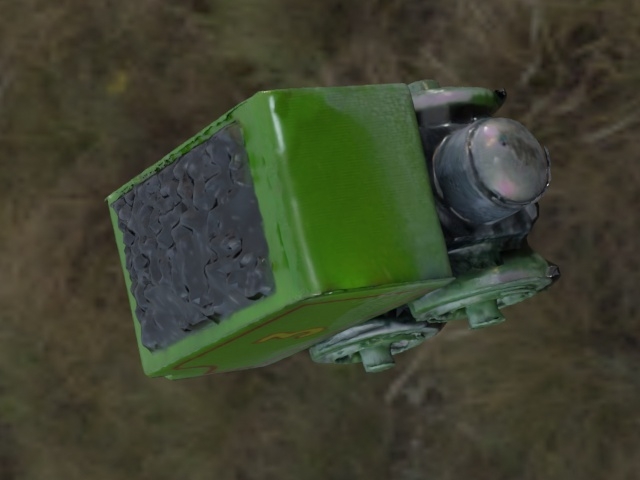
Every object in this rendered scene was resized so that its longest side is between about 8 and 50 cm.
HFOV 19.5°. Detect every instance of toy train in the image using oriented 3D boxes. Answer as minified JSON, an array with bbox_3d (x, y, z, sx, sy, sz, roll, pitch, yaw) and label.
[{"bbox_3d":[0.000,0.000,1.261,0.307,0.248,0.174,-28,73,55],"label":"toy train"}]
